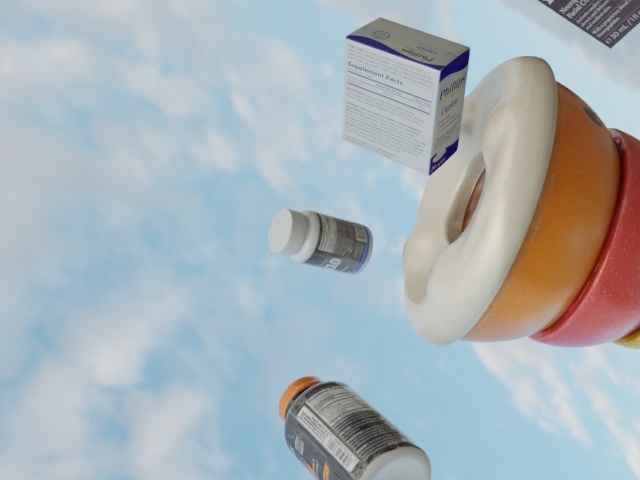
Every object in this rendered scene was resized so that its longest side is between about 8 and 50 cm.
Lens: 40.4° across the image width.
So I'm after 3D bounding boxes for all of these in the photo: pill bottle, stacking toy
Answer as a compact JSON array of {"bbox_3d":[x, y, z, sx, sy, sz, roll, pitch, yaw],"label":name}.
[{"bbox_3d":[0.000,0.000,1.245,0.137,0.078,0.078,14,-134,-30],"label":"pill bottle"},{"bbox_3d":[0.034,0.280,1.210,0.131,0.130,0.246,22,-173,-36],"label":"pill bottle"},{"bbox_3d":[0.365,0.015,1.035,0.480,0.350,0.350,18,-141,-8],"label":"stacking toy"}]

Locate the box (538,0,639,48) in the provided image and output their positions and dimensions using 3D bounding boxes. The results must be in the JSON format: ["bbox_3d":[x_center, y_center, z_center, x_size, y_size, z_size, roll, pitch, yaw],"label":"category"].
[{"bbox_3d":[0.443,-0.535,1.557,0.382,0.191,0.143,32,-118,-5],"label":"box"}]

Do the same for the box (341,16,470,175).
[{"bbox_3d":[0.094,-0.164,0.987,0.126,0.137,0.072,26,-134,27],"label":"box"}]
